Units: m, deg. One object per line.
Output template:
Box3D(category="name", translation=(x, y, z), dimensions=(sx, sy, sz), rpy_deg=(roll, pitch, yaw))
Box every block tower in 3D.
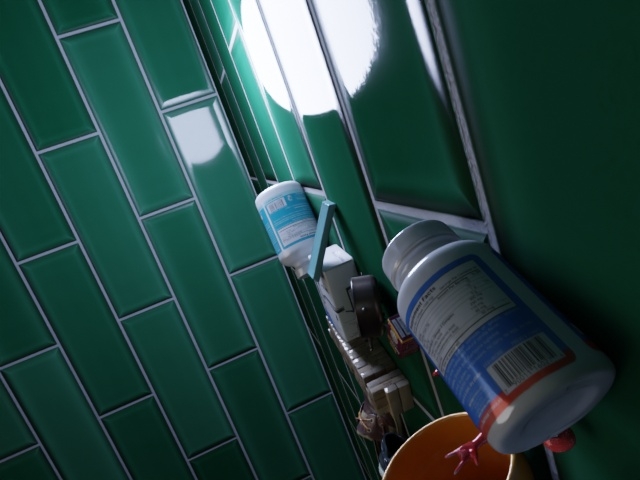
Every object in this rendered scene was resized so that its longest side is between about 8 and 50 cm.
Box3D(category="block tower", translation=(0.115, 0.300, 1.203), dimensions=(0.335, 0.091, 0.097), rpy_deg=(-130, 21, -57))

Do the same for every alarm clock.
Box3D(category="alarm clock", translation=(0.099, 0.127, 0.973), dimensions=(0.192, 0.064, 0.129), rpy_deg=(-97, -6, -60))

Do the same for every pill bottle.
Box3D(category="pill bottle", translation=(-0.075, -0.026, 1.327), dimensions=(0.146, 0.146, 0.264), rpy_deg=(111, 136, -75))
Box3D(category="pill bottle", translation=(0.154, 0.077, 0.458), dimensions=(0.221, 0.124, 0.124), rpy_deg=(-122, 14, -45))

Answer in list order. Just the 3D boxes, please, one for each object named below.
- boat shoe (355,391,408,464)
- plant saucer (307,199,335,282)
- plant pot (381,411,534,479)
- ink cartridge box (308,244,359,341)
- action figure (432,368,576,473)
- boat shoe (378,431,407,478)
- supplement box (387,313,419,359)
Box3D(category="boat shoe", translation=(0.163, 0.529, 1.337), dimensions=(0.123, 0.123, 0.341), rpy_deg=(-154, 42, -74))
Box3D(category="plant saucer", translation=(0.000, 0.000, 1.099), dimensions=(0.067, 0.018, 0.191), rpy_deg=(-142, 63, -69))
Box3D(category="plant pot", translation=(0.216, 0.379, 0.631), dimensions=(0.188, 0.205, 0.205), rpy_deg=(54, 172, -9))
Box3D(category="ink cartridge box", translation=(0.051, 0.130, 1.183), dimensions=(0.148, 0.086, 0.203), rpy_deg=(-142, 31, -69))
Box3D(category="action figure", translation=(0.161, 0.145, 0.552), dimensions=(0.280, 0.139, 0.091), rpy_deg=(50, 161, 51))
Box3D(category="boat shoe", translation=(0.218, 0.536, 1.108), dimensions=(0.340, 0.127, 0.112), rpy_deg=(111, 158, -79))
Box3D(category="supplement box", translation=(0.156, 0.178, 0.871), dimensions=(0.083, 0.043, 0.055), rpy_deg=(81, 163, -52))
